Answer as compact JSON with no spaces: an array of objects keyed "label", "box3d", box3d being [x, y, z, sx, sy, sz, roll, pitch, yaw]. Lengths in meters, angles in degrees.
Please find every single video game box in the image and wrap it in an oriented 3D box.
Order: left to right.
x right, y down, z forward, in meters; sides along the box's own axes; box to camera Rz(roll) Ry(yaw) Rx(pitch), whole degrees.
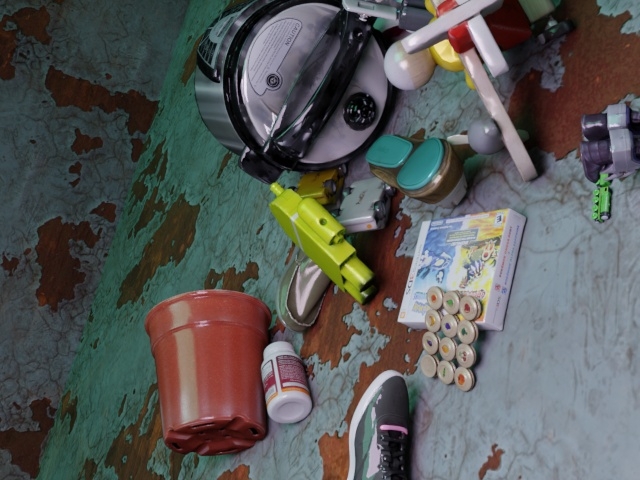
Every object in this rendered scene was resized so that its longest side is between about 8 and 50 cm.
[{"label":"video game box","box3d":[0.222,0.050,1.246,0.205,0.048,0.187,-9,63,56]}]

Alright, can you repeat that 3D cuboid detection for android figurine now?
[{"label":"android figurine","box3d":[0.000,0.000,1.433,0.056,0.248,0.273,-41,69,-9]}]

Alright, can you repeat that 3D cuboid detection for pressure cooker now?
[{"label":"pressure cooker","box3d":[-0.050,-0.334,1.645,0.420,0.376,0.369,-153,50,-65]}]

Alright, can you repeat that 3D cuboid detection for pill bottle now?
[{"label":"pill bottle","box3d":[-0.069,0.272,1.506,0.086,0.086,0.152,-49,32,25]}]

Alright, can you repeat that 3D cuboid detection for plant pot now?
[{"label":"plant pot","box3d":[-0.222,0.282,1.594,0.272,0.272,0.265,-40,46,37]}]

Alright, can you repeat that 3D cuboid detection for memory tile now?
[{"label":"memory tile","box3d":[0.195,0.148,1.181,0.113,0.012,0.147,16,106,55]}]

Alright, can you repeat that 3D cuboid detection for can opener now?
[{"label":"can opener","box3d":[0.176,-0.442,1.470,0.093,0.281,0.074,109,174,-47]}]

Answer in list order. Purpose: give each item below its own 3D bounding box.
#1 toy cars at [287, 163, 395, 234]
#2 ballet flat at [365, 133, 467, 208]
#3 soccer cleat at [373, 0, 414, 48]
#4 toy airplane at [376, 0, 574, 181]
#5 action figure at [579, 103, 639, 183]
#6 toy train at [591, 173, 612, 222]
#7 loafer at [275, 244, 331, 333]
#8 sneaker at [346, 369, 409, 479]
[{"label":"toy cars","box3d":[0.046,-0.077,1.578,0.177,0.087,0.394,-27,25,-16]},{"label":"ballet flat","box3d":[0.181,-0.113,1.349,0.116,0.124,0.342,-53,18,-1]},{"label":"soccer cleat","box3d":[0.221,-0.515,1.645,0.331,0.116,0.143,-47,49,33]},{"label":"toy airplane","box3d":[0.207,-0.314,1.210,0.272,0.384,0.386,-26,48,34]},{"label":"action figure","box3d":[0.466,-0.146,0.943,0.285,0.099,0.185,-10,54,36]},{"label":"toy train","box3d":[0.394,-0.062,1.085,0.024,0.017,0.083,-11,58,43]},{"label":"loafer","box3d":[-0.021,0.065,1.578,0.087,0.094,0.251,-23,49,56]},{"label":"sneaker","box3d":[0.110,0.347,1.149,0.147,0.105,0.295,4,77,57]}]
